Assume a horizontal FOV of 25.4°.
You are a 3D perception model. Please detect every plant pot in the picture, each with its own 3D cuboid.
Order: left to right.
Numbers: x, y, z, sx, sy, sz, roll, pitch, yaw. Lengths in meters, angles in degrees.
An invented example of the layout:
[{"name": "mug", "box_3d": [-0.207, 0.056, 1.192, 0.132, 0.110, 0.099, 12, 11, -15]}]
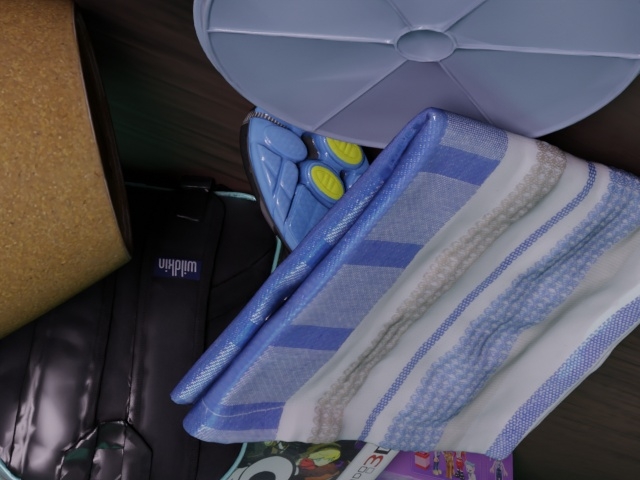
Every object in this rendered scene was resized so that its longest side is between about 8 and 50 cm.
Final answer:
[{"name": "plant pot", "box_3d": [-0.217, -0.020, 0.618, 0.254, 0.237, 0.237, -11, 155, -4]}]

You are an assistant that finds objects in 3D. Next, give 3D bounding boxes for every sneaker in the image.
[{"name": "sneaker", "box_3d": [0.000, 0.000, 0.762, 0.078, 0.067, 0.188, 16, 150, 40]}]

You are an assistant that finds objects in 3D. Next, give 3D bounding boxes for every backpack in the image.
[{"name": "backpack", "box_3d": [-0.114, 0.068, 0.805, 0.165, 0.188, 0.144, 9, 155, -15]}]

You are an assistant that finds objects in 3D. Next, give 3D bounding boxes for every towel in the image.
[{"name": "towel", "box_3d": [0.079, 0.039, 0.742, 0.285, 0.034, 0.209, 14, 124, -49]}]

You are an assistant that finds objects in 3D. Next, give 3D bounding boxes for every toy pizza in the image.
[{"name": "toy pizza", "box_3d": [0.046, -0.097, 0.616, 0.201, 0.032, 0.201, 3, 155, 2]}]

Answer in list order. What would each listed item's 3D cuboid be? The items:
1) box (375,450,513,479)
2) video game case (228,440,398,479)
[{"name": "box", "box_3d": [-0.008, 0.194, 1.224, 0.293, 0.057, 0.201, 18, 150, -30]}, {"name": "video game case", "box_3d": [-0.052, 0.132, 1.026, 0.232, 0.042, 0.210, 16, 128, -27]}]
